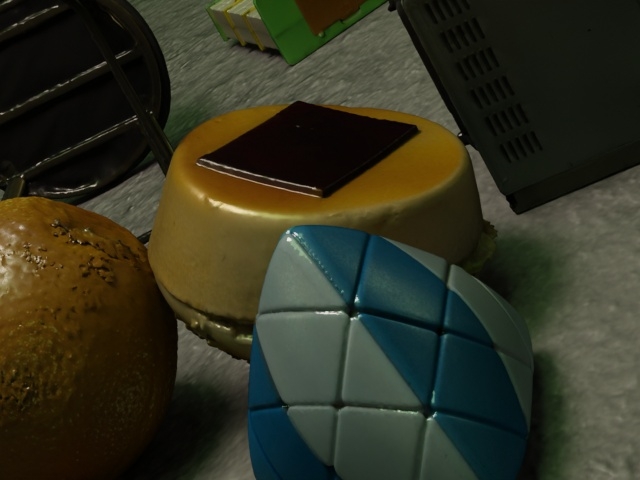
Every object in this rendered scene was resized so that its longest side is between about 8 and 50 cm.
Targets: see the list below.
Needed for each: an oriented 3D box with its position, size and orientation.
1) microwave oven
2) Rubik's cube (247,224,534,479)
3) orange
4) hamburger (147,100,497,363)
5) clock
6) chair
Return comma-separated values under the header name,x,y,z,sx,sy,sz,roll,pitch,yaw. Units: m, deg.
name,x,y,z,sx,sy,sz,roll,pitch,yaw
microwave oven,0.202,-0.240,1.632,0.218,0.286,0.355,-24,28,18
Rubik's cube,0.091,0.118,1.241,0.254,0.254,0.254,-25,24,12
orange,-0.254,0.100,1.487,0.274,0.274,0.274,-25,24,12
hamburger,0.000,0.000,1.440,0.300,0.176,0.300,0,29,0
clock,-0.029,-0.358,2.358,0.220,0.106,0.255,-36,23,-14
chair,-0.345,-0.127,1.986,0.364,0.362,0.410,-27,18,9
